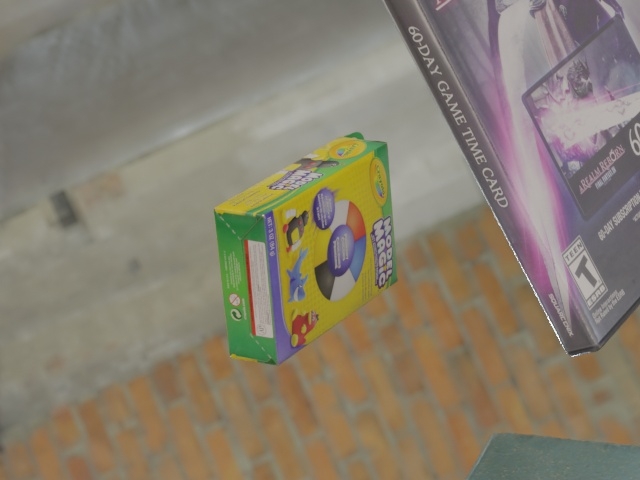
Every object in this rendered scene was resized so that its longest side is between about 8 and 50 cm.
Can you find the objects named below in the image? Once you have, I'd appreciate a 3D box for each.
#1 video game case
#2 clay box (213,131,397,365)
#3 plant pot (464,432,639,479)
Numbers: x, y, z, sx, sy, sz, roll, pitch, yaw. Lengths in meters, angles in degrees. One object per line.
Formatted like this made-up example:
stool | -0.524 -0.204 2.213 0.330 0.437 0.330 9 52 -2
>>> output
video game case | 0.118 -0.105 1.025 0.196 0.026 0.274 -40 -73 -45
clay box | 0.000 0.000 1.617 0.222 0.053 0.127 -32 -57 -51
plant pot | 0.201 0.323 1.480 0.247 0.252 0.248 0 124 40
